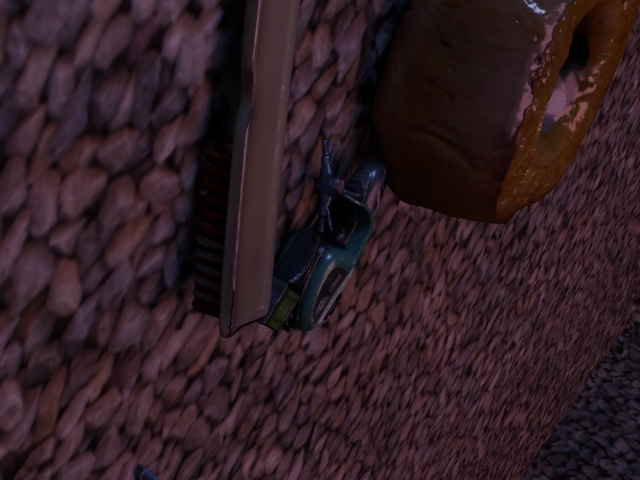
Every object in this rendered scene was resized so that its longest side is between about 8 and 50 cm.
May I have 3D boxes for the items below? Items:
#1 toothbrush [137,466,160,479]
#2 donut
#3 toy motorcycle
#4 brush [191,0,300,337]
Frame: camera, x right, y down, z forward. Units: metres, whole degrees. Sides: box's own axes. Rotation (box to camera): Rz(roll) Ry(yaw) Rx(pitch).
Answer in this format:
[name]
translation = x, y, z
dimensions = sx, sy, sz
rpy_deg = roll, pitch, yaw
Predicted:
[toothbrush]
translation = -0.131, 0.236, 1.009
dimensions = 0.013, 0.019, 0.193
rpy_deg = -53, 158, -25
[donut]
translation = 0.165, -0.166, 1.042
dimensions = 0.299, 0.150, 0.317
rpy_deg = -47, 153, -28
[toy motorcycle]
translation = 0.000, 0.000, 0.982
dimensions = 0.173, 0.058, 0.100
rpy_deg = -59, 152, -6
[brush]
translation = -0.050, -0.088, 0.795
dimensions = 0.060, 0.050, 0.321
rpy_deg = -26, 130, -52
